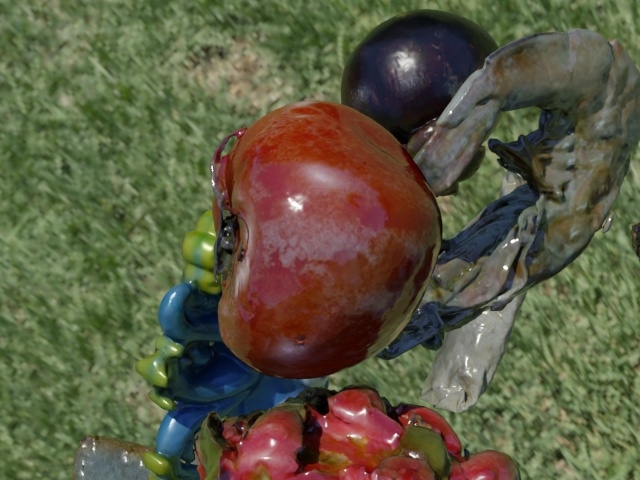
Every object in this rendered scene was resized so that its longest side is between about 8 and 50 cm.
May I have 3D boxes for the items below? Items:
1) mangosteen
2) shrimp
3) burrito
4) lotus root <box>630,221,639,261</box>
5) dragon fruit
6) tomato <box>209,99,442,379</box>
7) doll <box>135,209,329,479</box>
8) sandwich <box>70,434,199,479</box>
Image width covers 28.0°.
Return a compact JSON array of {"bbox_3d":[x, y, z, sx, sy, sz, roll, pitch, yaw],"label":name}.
[{"bbox_3d":[0.141,-0.172,1.682,0.228,0.228,0.265,-20,60,18],"label":"mangosteen"},{"bbox_3d":[0.151,-0.039,1.112,0.360,0.247,0.085,-45,44,-10],"label":"shrimp"},{"bbox_3d":[0.180,0.053,1.361,0.082,0.059,0.275,8,75,53],"label":"burrito"},{"bbox_3d":[0.534,-0.061,1.648,0.329,0.167,0.078,-17,51,-13],"label":"lotus root"},{"bbox_3d":[0.016,0.217,0.855,0.231,0.302,0.237,16,92,34],"label":"dragon fruit"},{"bbox_3d":[0.000,0.000,0.863,0.151,0.187,0.187,-3,50,-20],"label":"tomato"},{"bbox_3d":[-0.064,0.112,1.323,0.099,0.341,0.346,20,82,28],"label":"doll"},{"bbox_3d":[-0.197,0.405,1.707,0.325,0.131,0.262,1,76,34],"label":"sandwich"}]
